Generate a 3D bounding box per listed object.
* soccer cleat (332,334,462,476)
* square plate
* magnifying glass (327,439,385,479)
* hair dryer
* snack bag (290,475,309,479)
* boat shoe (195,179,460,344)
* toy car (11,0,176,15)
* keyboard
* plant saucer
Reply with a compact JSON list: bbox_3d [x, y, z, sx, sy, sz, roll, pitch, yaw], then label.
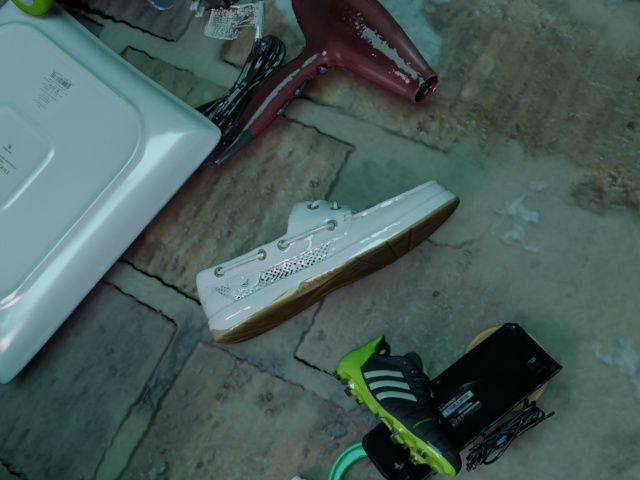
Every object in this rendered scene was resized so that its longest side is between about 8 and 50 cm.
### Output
[{"bbox_3d":[0.079,0.144,0.797,0.072,0.060,0.179,-37,37,-10],"label":"soccer cleat"},{"bbox_3d":[-0.337,-0.084,0.947,0.347,0.049,0.344,38,86,22],"label":"square plate"},{"bbox_3d":[0.074,0.298,0.809,0.092,0.026,0.230,-21,71,2],"label":"magnifying glass"},{"bbox_3d":[-0.016,-0.182,0.940,0.294,0.080,0.223,2,84,20],"label":"hair dryer"},{"bbox_3d":[0.016,0.398,0.717,0.343,0.037,0.323,27,81,37],"label":"snack bag"},{"bbox_3d":[0.000,0.000,0.863,0.277,0.098,0.096,-28,73,2],"label":"boat shoe"},{"bbox_3d":[-0.226,-0.315,0.962,0.188,0.149,0.155,23,58,3],"label":"toy car"},{"bbox_3d":[0.139,0.168,0.818,0.192,0.038,0.100,-38,51,-4],"label":"keyboard"},{"bbox_3d":[0.179,0.123,0.844,0.084,0.013,0.083,-3,74,9],"label":"plant saucer"}]
